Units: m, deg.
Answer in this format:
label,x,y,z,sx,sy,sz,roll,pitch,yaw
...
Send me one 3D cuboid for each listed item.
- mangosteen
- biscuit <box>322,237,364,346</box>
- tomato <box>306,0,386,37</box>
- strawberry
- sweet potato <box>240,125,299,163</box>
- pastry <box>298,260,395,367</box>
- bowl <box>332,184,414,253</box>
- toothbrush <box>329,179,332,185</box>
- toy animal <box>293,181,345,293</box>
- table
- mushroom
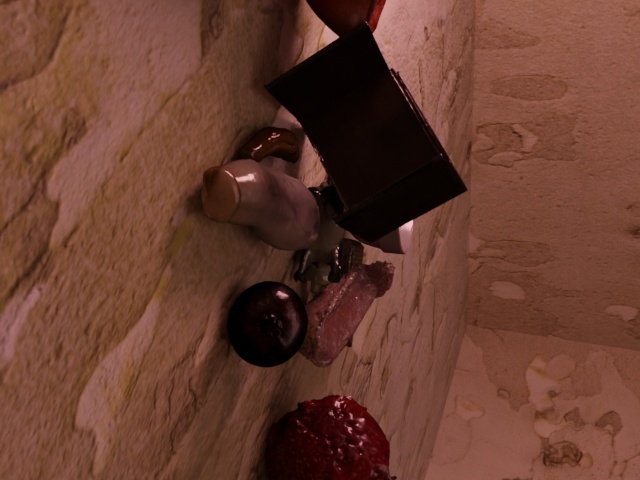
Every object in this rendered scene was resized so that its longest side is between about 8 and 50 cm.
label,x,y,z,sx,sy,sz,roll,pitch,yaw
mangosteen,-0.081,0.125,1.247,0.140,0.140,0.140,7,90,-72
biscuit,0.044,0.113,1.707,0.108,0.062,0.238,12,86,-72
tomato,0.037,-0.465,1.276,0.309,0.170,0.308,18,90,-88
strawberry,0.002,0.401,1.478,0.274,0.220,0.274,-56,-164,25
sweet potato,-0.076,-0.146,1.248,0.053,0.054,0.182,56,24,7
pastry,0.034,0.132,1.564,0.265,0.112,0.102,-40,122,-38
bowl,0.110,-0.117,1.660,0.287,0.144,0.286,4,90,-77
toothbrush,0.024,-0.085,1.650,0.013,0.011,0.131,-29,128,-42
toy animal,0.000,0.000,1.493,0.121,0.094,0.225,-70,159,-60
table,0.080,-0.158,1.298,0.250,0.196,0.282,63,10,12
mushroom,-0.081,-0.052,1.209,0.351,0.097,0.109,26,70,-67
